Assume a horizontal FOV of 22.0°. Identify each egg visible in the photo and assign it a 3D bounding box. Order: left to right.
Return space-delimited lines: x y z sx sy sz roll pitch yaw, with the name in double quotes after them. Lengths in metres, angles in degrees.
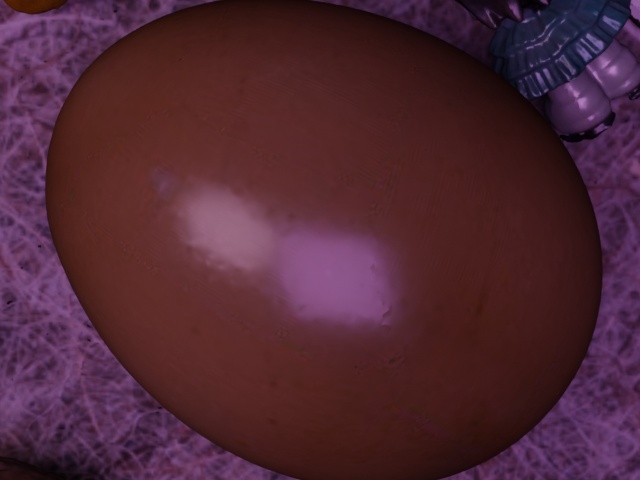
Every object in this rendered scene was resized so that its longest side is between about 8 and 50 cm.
0.000 0.000 1.076 0.374 0.301 0.301 21 106 2 "egg"

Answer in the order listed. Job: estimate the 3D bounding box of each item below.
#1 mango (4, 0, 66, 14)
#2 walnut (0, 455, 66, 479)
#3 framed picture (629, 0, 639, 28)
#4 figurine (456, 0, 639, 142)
-0.189 -0.209 1.158 0.079 0.057 0.114 30 114 -9 "mango"
-0.234 0.246 1.234 0.230 0.178 0.178 31 106 5 "walnut"
0.244 -0.301 1.122 0.347 0.016 0.265 42 104 -9 "framed picture"
0.124 -0.175 1.105 0.138 0.110 0.245 -42 111 -11 "figurine"
